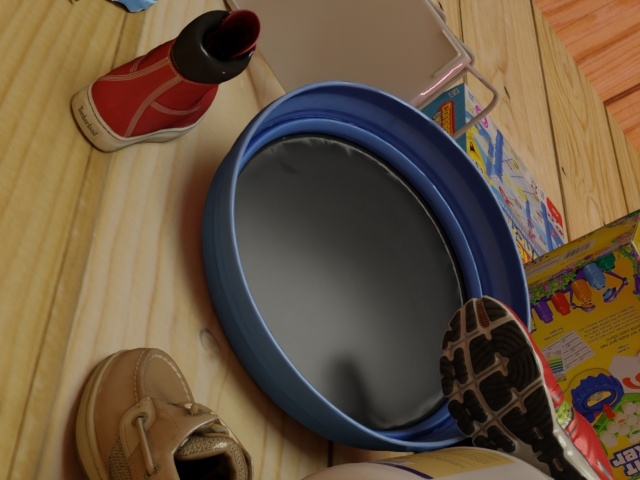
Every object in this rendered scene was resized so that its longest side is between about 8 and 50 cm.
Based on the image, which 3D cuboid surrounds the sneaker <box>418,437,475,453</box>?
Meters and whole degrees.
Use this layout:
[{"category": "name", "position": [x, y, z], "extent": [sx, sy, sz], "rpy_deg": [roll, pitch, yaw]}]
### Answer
[{"category": "sneaker", "position": [0.129, 0.126, 1.551], "extent": [0.350, 0.131, 0.148], "rpy_deg": [66, 19, 7]}]

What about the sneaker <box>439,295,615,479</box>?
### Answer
[{"category": "sneaker", "position": [0.211, 0.182, 1.363], "extent": [0.279, 0.107, 0.118], "rpy_deg": [63, 26, 3]}]

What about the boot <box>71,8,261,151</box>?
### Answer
[{"category": "boot", "position": [-0.109, -0.168, 1.317], "extent": [0.088, 0.176, 0.244], "rpy_deg": [59, 22, -5]}]

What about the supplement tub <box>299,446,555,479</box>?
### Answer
[{"category": "supplement tub", "position": [0.098, 0.299, 1.165], "extent": [0.331, 0.241, 0.241], "rpy_deg": [10, 56, -62]}]

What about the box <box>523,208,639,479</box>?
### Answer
[{"category": "box", "position": [0.337, 0.158, 1.749], "extent": [0.279, 0.290, 0.177], "rpy_deg": [61, 23, -5]}]

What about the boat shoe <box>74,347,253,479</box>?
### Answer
[{"category": "boat shoe", "position": [-0.097, 0.179, 0.996], "extent": [0.121, 0.110, 0.341], "rpy_deg": [47, 13, -31]}]

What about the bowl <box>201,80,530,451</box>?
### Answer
[{"category": "bowl", "position": [0.050, 0.029, 1.405], "extent": [0.391, 0.077, 0.391], "rpy_deg": [19, 58, -33]}]

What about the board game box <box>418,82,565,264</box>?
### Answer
[{"category": "board game box", "position": [0.259, -0.030, 2.044], "extent": [0.308, 0.086, 0.302], "rpy_deg": [49, 26, -29]}]

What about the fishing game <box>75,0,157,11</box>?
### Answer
[{"category": "fishing game", "position": [-0.218, -0.329, 1.438], "extent": [0.189, 0.041, 0.264], "rpy_deg": [66, 23, 2]}]

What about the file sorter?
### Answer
[{"category": "file sorter", "position": [0.057, -0.230, 1.643], "extent": [0.278, 0.193, 0.173], "rpy_deg": [58, 16, 26]}]
